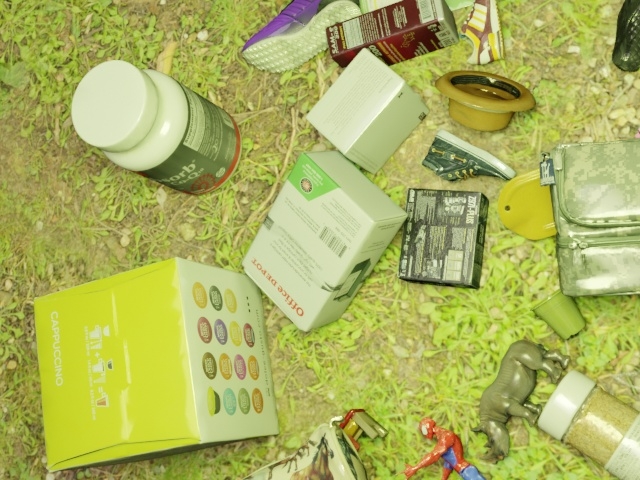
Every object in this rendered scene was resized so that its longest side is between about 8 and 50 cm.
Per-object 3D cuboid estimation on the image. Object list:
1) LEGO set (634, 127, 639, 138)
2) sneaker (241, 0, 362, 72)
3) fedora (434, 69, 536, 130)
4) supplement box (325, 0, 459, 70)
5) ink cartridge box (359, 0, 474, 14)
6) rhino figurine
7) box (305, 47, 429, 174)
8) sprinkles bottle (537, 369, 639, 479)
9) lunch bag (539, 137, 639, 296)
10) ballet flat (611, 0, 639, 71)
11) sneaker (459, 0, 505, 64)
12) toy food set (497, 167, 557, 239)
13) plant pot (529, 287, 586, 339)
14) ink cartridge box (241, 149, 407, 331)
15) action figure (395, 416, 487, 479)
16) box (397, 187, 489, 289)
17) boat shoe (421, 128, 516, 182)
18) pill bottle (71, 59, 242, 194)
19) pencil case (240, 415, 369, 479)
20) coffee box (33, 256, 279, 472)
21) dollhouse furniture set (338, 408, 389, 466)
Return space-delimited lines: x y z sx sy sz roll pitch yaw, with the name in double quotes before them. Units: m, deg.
"LEGO set" 0.664 -0.207 1.459 0.227 0.093 0.087 -33 70 14
"sneaker" -0.039 -0.473 1.805 0.293 0.102 0.146 -19 55 27
"fedora" 0.310 -0.262 1.603 0.194 0.194 0.079 25 125 24
"supplement box" 0.146 -0.414 1.692 0.239 0.130 0.073 -14 76 21
"ink cartridge box" 0.194 -0.540 1.738 0.235 0.056 0.171 -13 75 22
"rhino figurine" 0.348 0.291 1.516 0.106 0.073 0.243 29 94 20
"box" 0.097 -0.250 1.655 0.119 0.181 0.182 44 99 23
"sprinkles bottle" 0.544 0.360 1.394 0.355 0.121 0.121 33 94 24
"lunch bag" 0.530 -0.046 1.391 0.305 0.212 0.256 -3 93 19
"ballet flat" 0.584 -0.397 1.561 0.057 0.049 0.173 5 79 68
"sneaker" 0.312 -0.440 1.661 0.083 0.069 0.186 -11 76 15
"toy food set" 0.440 -0.084 1.553 0.217 0.071 0.128 -18 98 21
"plant pot" 0.436 0.133 1.510 0.083 0.083 0.079 -38 81 12
"ink cartridge box" 0.000 0.000 1.634 0.211 0.121 0.289 46 122 23
"action figure" 0.251 0.454 1.515 0.139 0.091 0.280 -40 68 2
"box" 0.237 -0.004 1.610 0.147 0.077 0.180 4 83 23
"boat shoe" 0.287 -0.141 1.626 0.183 0.065 0.083 33 97 30
"pill bottle" -0.331 -0.229 1.731 0.210 0.363 0.210 -4 79 22
"pencil case" -0.098 0.460 1.413 0.410 0.160 0.183 -32 83 9
"coffee box" -0.318 0.252 1.657 0.338 0.334 0.338 -15 75 20
"dollhouse furniture set" -0.061 0.466 1.585 0.152 0.201 0.374 37 96 24
